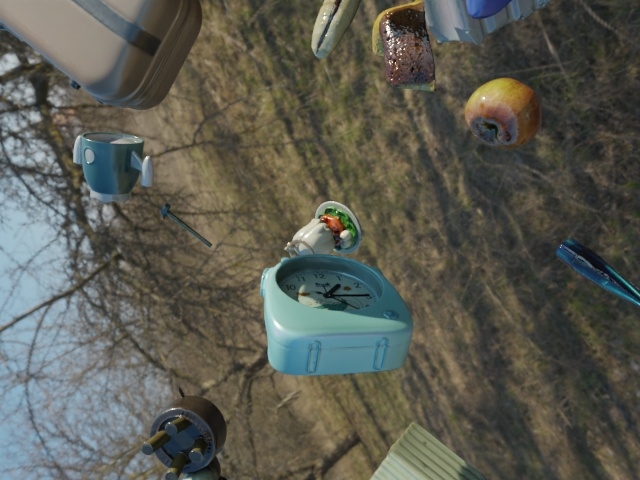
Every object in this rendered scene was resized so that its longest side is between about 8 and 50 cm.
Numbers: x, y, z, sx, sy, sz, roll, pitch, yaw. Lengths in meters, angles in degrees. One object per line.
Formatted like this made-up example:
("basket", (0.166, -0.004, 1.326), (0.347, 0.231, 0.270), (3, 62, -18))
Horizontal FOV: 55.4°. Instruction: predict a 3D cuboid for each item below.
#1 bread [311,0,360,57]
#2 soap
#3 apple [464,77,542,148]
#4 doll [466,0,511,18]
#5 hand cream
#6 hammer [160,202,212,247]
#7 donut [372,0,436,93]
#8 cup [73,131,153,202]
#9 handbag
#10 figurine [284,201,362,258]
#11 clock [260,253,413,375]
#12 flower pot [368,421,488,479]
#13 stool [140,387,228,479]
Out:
("bread", (0.036, -0.448, 1.153), (0.073, 0.214, 0.053), (16, 169, 45))
("soap", (0.457, -0.845, 1.821), (0.213, 0.350, 0.435), (32, 149, 62))
("apple", (0.309, -0.214, 1.023), (0.126, 0.102, 0.126), (34, 163, 12))
("doll", (0.298, -0.418, 0.771), (0.366, 0.187, 0.376), (1, 159, 30))
("hand cream", (0.624, 0.093, 1.285), (0.120, 0.061, 0.270), (19, -159, -49))
("hammer", (-0.396, -0.038, 1.797), (0.182, 0.017, 0.062), (40, 141, -15))
("donut", (0.183, -0.452, 1.373), (0.295, 0.112, 0.151), (-102, 6, -52))
("cup", (-0.575, -0.199, 1.678), (0.300, 0.167, 0.173), (19, 109, 27))
("handbag", (-0.310, -0.369, 0.877), (0.302, 0.283, 0.149), (39, -172, 13))
("figurine", (0.000, 0.000, 1.313), (0.132, 0.154, 0.132), (23, 129, 32))
("clock", (0.013, 0.106, 0.996), (0.274, 0.224, 0.094), (-113, 27, -62))
("flower pot", (0.179, 0.497, 1.159), (0.190, 0.239, 0.209), (35, 178, 18))
("stool", (-0.229, 0.370, 1.065), (0.121, 0.125, 0.217), (-56, -46, -76))
